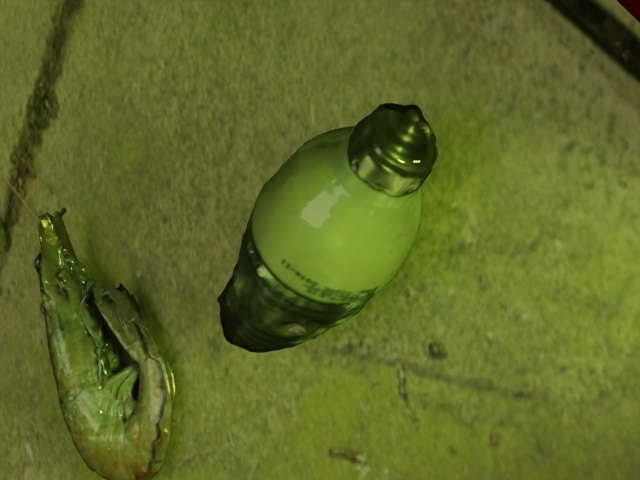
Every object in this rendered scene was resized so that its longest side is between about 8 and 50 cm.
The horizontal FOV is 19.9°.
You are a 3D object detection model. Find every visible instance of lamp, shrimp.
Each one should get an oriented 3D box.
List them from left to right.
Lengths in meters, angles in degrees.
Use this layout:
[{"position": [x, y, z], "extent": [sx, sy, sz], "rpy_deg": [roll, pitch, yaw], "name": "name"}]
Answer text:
[{"position": [-0.164, 0.077, 1.385], "extent": [0.126, 0.047, 0.223], "rpy_deg": [-26, 79, 44], "name": "shrimp"}, {"position": [0.000, 0.000, 1.117], "extent": [0.250, 0.101, 0.101], "rpy_deg": [-51, 55, 51], "name": "lamp"}]

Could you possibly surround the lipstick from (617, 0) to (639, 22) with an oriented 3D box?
[{"position": [0.171, -0.141, 0.899], "extent": [0.280, 0.073, 0.073], "rpy_deg": [54, 133, 35], "name": "lipstick"}]
